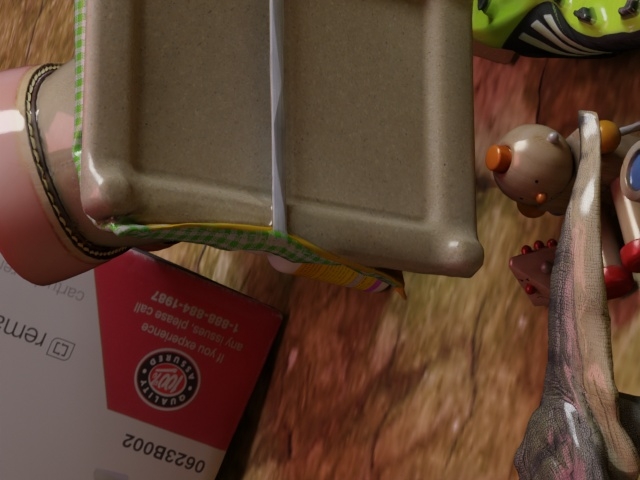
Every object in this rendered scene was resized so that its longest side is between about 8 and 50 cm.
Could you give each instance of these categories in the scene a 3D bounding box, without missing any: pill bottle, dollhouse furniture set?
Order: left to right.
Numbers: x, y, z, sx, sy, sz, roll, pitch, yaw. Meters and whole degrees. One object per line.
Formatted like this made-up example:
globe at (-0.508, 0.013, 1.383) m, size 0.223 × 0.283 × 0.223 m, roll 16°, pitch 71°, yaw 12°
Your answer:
dollhouse furniture set at (-0.042, -0.118, 0.893) m, size 0.151 × 0.198 × 0.301 m, roll -23°, pitch 62°, yaw 55°
pill bottle at (0.000, 0.000, 1.069) m, size 0.043 × 0.083 × 0.043 m, roll -36°, pitch 48°, yaw 53°

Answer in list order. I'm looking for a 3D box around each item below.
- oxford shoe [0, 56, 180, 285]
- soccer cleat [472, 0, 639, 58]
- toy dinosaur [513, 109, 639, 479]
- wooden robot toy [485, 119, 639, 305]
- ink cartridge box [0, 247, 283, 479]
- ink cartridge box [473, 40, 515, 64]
oxford shoe at (-0.058, -0.069, 1.086) m, size 0.397 × 0.147 × 0.140 m, roll -57°, pitch -51°, yaw -71°
soccer cleat at (0.126, -0.108, 0.885) m, size 0.179 × 0.072 × 0.060 m, roll 9°, pitch 83°, yaw 64°
toy dinosaur at (0.122, 0.085, 0.793) m, size 0.118 × 0.064 × 0.268 m, roll 12°, pitch 97°, yaw 49°
wooden robot toy at (0.113, -0.026, 0.865) m, size 0.173 × 0.079 × 0.076 m, roll -47°, pitch 39°, yaw 46°
ink cartridge box at (-0.234, 0.159, 1.169) m, size 0.160 × 0.279 × 0.384 m, roll 21°, pitch 87°, yaw 58°
ink cartridge box at (0.096, -0.241, 0.990) m, size 0.234 × 0.088 × 0.193 m, roll -55°, pitch 33°, yaw 36°
